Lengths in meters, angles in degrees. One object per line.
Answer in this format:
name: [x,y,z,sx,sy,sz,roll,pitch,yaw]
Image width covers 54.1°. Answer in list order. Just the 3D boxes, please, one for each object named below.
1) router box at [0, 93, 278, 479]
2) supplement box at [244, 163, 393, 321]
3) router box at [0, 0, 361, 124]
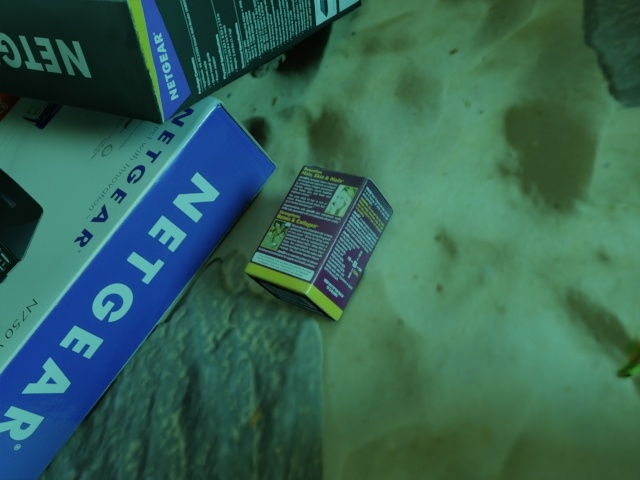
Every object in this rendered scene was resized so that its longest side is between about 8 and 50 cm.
router box: [-0.243,-0.001,0.523,0.301,0.082,0.335,28,77,41]
supplement box: [0.000,0.000,0.397,0.055,0.043,0.083,17,72,39]
router box: [-0.160,-0.201,0.517,0.309,0.081,0.243,15,42,31]
